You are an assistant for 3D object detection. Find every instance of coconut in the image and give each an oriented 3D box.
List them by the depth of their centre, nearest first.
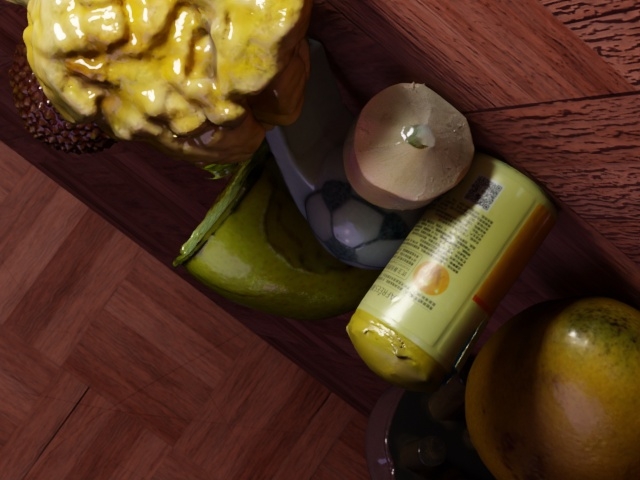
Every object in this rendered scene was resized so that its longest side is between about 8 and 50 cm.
[{"bbox_3d":[0.082,-0.090,1.572,0.116,0.116,0.122,36,167,-7],"label":"coconut"}]

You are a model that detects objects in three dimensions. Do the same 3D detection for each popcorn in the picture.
[{"bbox_3d":[-0.122,-0.184,1.498,0.332,0.225,0.265,-6,132,43],"label":"popcorn"}]

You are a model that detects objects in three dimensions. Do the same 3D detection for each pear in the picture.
[{"bbox_3d":[0.000,0.000,1.863,0.255,0.238,0.164,39,163,-13],"label":"pear"}]

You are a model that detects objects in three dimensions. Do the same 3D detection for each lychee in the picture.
[{"bbox_3d":[-0.319,-0.202,2.141,0.188,0.188,0.188,34,169,7],"label":"lychee"}]

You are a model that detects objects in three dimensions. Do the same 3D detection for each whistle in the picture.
[{"bbox_3d":[0.046,-0.066,1.697,0.163,0.163,0.290,27,156,36],"label":"whistle"}]

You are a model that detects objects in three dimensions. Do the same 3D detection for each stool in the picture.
[{"bbox_3d":[0.223,0.325,2.617,0.272,0.272,0.178,38,153,-13],"label":"stool"}]

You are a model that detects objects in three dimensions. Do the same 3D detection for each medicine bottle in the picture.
[{"bbox_3d":[0.127,0.037,1.627,0.124,0.239,0.124,33,173,4],"label":"medicine bottle"}]

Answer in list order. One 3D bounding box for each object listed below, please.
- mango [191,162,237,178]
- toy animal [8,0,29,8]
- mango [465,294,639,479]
[{"bbox_3d":[-0.149,-0.155,2.014,0.119,0.100,0.178,34,167,47],"label":"mango"},{"bbox_3d":[-0.328,-0.300,1.927,0.218,0.101,0.103,31,167,20],"label":"toy animal"},{"bbox_3d":[0.293,0.177,1.810,0.264,0.221,0.378,37,161,12],"label":"mango"}]
